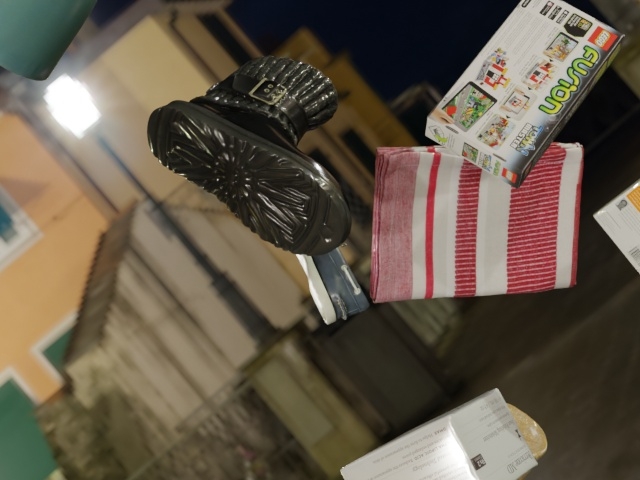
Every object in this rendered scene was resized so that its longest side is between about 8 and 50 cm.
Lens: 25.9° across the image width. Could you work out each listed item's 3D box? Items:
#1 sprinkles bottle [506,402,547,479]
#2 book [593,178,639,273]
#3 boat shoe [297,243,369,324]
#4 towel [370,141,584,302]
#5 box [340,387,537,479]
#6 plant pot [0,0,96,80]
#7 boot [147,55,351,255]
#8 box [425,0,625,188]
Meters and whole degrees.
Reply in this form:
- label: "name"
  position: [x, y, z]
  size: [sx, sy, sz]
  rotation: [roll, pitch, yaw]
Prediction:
- label: "sprinkles bottle"
  position: [0.202, 0.402, 2.052]
  size: [0.355, 0.121, 0.121]
  rotation: [-63, -12, 27]
- label: "book"
  position: [0.415, -0.037, 1.674]
  size: [0.144, 0.096, 0.035]
  rotation: [-38, 0, 16]
- label: "boat shoe"
  position: [0.000, 0.000, 2.100]
  size: [0.079, 0.254, 0.095]
  rotation: [-19, -23, -8]
- label: "towel"
  position: [0.237, -0.028, 2.089]
  size: [0.329, 0.237, 0.037]
  rotation: [-3, 17, -13]
- label: "box"
  position: [0.156, 0.295, 1.810]
  size: [0.182, 0.119, 0.181]
  rotation: [-31, -8, 27]
- label: "plant pot"
  position: [-0.461, -0.429, 2.127]
  size: [0.235, 0.293, 0.293]
  rotation: [-48, -3, 13]
- label: "boot"
  position: [-0.043, -0.135, 1.971]
  size: [0.260, 0.348, 0.131]
  rotation: [-31, -31, -48]
- label: "box"
  position: [0.210, -0.160, 1.430]
  size: [0.207, 0.114, 0.036]
  rotation: [-51, -17, -23]
